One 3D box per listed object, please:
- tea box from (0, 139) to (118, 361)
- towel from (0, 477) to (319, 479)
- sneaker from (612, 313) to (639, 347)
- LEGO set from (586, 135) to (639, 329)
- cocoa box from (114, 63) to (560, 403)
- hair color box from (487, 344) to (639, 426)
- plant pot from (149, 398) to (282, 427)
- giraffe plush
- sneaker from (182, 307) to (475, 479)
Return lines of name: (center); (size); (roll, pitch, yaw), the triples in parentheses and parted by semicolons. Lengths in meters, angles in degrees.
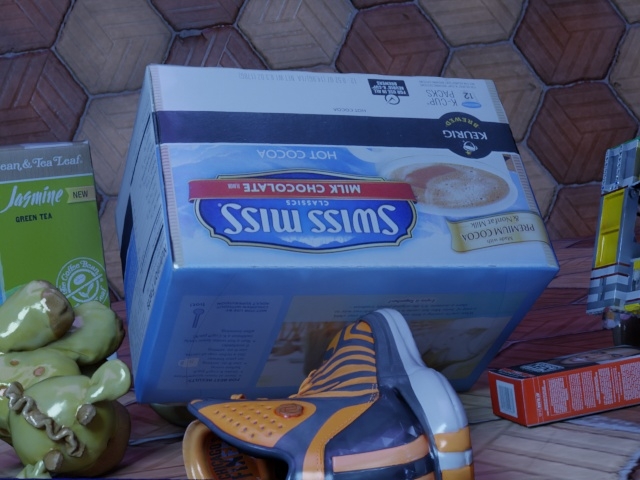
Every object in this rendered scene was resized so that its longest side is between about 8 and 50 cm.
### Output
tea box: (-0.434, 0.051, 1.415); (0.220, 0.324, 0.329); (-10, 5, -34)
towel: (-0.069, 0.157, 0.544); (0.308, 0.076, 0.227); (-1, -12, 6)
sneaker: (0.395, 0.081, 1.176); (0.188, 0.066, 0.071); (-11, 9, -33)
LEGO set: (0.397, 0.017, 0.977); (0.331, 0.192, 0.255); (15, -13, -23)
cocoa box: (0.000, 0.000, 1.032); (0.347, 0.228, 0.231); (0, -36, -18)
hair color box: (0.228, 0.126, 0.973); (0.141, 0.043, 0.072); (-8, 2, -16)
plant pot: (-0.066, 0.161, 1.170); (0.236, 0.032, 0.236); (-7, 3, 0)
giraffe plush: (-0.235, 0.143, 0.973); (0.170, 0.181, 0.210); (23, 13, 40)
sneaker: (-0.012, 0.128, 0.807); (0.180, 0.125, 0.321); (-7, 3, -7)
